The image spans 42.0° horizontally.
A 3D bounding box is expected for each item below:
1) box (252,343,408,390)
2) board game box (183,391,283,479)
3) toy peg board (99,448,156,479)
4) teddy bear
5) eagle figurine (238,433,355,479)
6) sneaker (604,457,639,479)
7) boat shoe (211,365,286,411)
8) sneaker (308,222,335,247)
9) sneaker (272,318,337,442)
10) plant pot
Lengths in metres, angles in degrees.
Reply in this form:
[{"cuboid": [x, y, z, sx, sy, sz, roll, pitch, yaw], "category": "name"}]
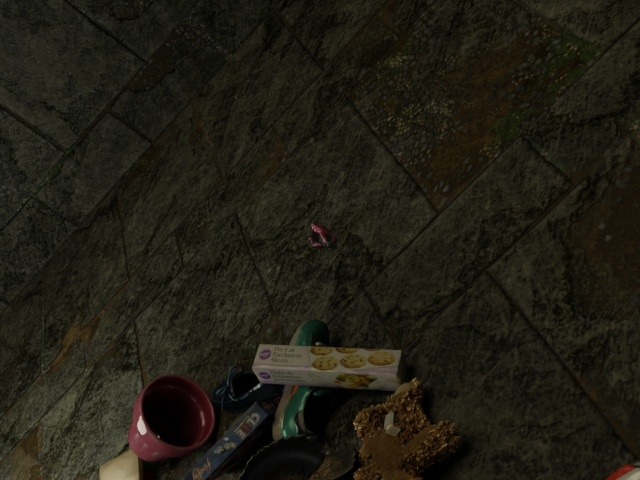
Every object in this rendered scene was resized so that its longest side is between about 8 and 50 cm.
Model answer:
[{"cuboid": [0.019, 0.265, 1.741, 0.324, 0.063, 0.067, 0, 48, 22], "category": "box"}, {"cuboid": [-0.182, 0.448, 1.871, 0.042, 0.165, 0.243, 46, 101, 14], "category": "board game box"}, {"cuboid": [-0.491, 0.643, 2.163, 0.161, 0.079, 0.161, -33, 52, 30], "category": "toy peg board"}, {"cuboid": [0.152, 0.405, 1.544, 0.245, 0.113, 0.338, -42, 25, 3], "category": "teddy bear"}, {"cuboid": [-0.069, 0.516, 1.624, 0.226, 0.225, 0.298, 164, 125, -73], "category": "eagle figurine"}, {"cuboid": [0.421, 0.427, 1.172, 0.270, 0.090, 0.145, -43, 34, 21], "category": "sneaker"}, {"cuboid": [-0.184, 0.347, 2.024, 0.258, 0.089, 0.109, -24, 42, 38], "category": "boat shoe"}, {"cuboid": [0.000, 0.000, 2.179, 0.057, 0.047, 0.119, -63, 26, 12], "category": "sneaker"}, {"cuboid": [-0.010, 0.312, 1.833, 0.121, 0.108, 0.302, -13, 54, 39], "category": "sneaker"}, {"cuboid": [-0.393, 0.465, 2.099, 0.180, 0.201, 0.201, -46, 29, 41], "category": "plant pot"}]
